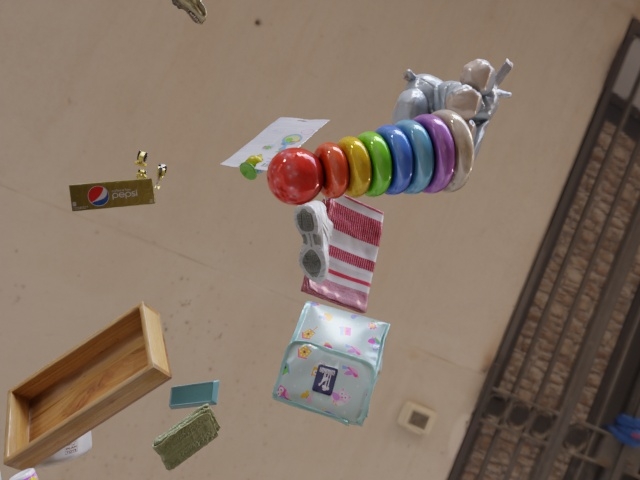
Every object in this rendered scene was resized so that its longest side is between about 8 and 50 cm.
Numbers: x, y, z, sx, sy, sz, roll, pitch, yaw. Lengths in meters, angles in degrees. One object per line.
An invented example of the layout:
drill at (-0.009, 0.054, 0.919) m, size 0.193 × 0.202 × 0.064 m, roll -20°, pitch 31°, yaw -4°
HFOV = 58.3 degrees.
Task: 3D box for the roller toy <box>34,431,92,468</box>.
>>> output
roller toy at (-0.720, 0.529, 1.543) m, size 0.191 × 0.146 × 0.209 m, roll -7°, pitch -6°, yaw -8°

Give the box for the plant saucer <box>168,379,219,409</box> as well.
plant saucer at (-0.355, 0.428, 1.593) m, size 0.192 × 0.067 × 0.018 m, roll -17°, pitch -31°, yaw 35°

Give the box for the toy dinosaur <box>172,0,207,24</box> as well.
toy dinosaur at (-0.132, -0.353, 0.584) m, size 0.064 × 0.268 × 0.118 m, roll -12°, pitch 36°, yaw -31°

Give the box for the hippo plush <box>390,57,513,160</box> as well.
hippo plush at (0.296, -0.350, 1.386) m, size 0.236 × 0.294 × 0.234 m, roll 21°, pitch -22°, yaw 27°

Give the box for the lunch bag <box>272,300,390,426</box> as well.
lunch bag at (0.027, 0.291, 1.331) m, size 0.223 × 0.160 × 0.262 m, roll 16°, pitch 40°, yaw 9°

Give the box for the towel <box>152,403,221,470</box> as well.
towel at (-0.294, 0.435, 1.274) m, size 0.027 × 0.148 × 0.110 m, roll 30°, pitch -36°, yaw 42°

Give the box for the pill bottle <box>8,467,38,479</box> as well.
pill bottle at (-0.512, 0.449, 1.011) m, size 0.043 × 0.083 × 0.043 m, roll -20°, pitch 2°, yaw 1°

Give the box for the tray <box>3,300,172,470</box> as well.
tray at (-0.546, 0.338, 1.341) m, size 0.076 × 0.410 × 0.203 m, roll 51°, pitch 8°, yaw -45°

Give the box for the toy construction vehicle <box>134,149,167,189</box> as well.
toy construction vehicle at (-0.473, -0.191, 1.584) m, size 0.085 × 0.098 × 0.035 m, roll 19°, pitch 38°, yaw -12°

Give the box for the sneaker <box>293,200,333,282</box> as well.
sneaker at (0.000, 0.000, 1.551) m, size 0.090 × 0.232 × 0.115 m, roll 9°, pitch 23°, yaw 31°

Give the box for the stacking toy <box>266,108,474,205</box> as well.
stacking toy at (0.074, -0.126, 0.920) m, size 0.330 × 0.141 × 0.141 m, roll -10°, pitch 9°, yaw -20°

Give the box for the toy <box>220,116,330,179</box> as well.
toy at (-0.091, -0.196, 1.245) m, size 0.136 × 0.237 × 0.056 m, roll 11°, pitch -53°, yaw 29°

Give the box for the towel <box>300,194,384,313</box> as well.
towel at (0.079, 0.031, 1.723) m, size 0.237 × 0.329 × 0.037 m, roll 22°, pitch -17°, yaw -31°

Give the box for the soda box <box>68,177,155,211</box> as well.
soda box at (-0.474, -0.106, 1.316) m, size 0.181 × 0.061 × 0.058 m, roll -7°, pitch 6°, yaw -15°
